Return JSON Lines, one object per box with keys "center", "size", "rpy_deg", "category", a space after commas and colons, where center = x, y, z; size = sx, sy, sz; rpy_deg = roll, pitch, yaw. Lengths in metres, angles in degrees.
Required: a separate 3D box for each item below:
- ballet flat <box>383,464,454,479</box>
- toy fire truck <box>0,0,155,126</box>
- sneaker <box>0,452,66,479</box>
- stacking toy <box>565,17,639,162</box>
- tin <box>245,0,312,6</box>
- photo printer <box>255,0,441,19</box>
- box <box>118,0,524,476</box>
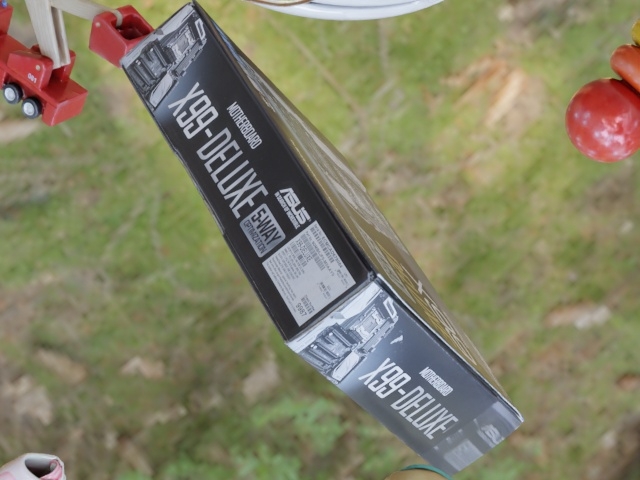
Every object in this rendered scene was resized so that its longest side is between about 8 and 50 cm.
{"center": [0.121, 0.230, 1.199], "size": [0.232, 0.073, 0.080], "rpy_deg": [34, 132, -27], "category": "ballet flat"}
{"center": [-0.245, -0.179, 1.633], "size": [0.047, 0.192, 0.135], "rpy_deg": [-31, 151, -51], "category": "toy fire truck"}
{"center": [-0.284, 0.277, 1.963], "size": [0.070, 0.134, 0.051], "rpy_deg": [-42, -161, 33], "category": "sneaker"}
{"center": [0.380, -0.218, 1.908], "size": [0.330, 0.141, 0.141], "rpy_deg": [-46, 156, 5], "category": "stacking toy"}
{"center": [-0.064, -0.265, 1.637], "size": [0.189, 0.040, 0.106], "rpy_deg": [7, 132, -29], "category": "tin"}
{"center": [0.007, -0.368, 1.885], "size": [0.256, 0.307, 0.107], "rpy_deg": [-5, 157, -28], "category": "photo printer"}
{"center": [0.000, 0.000, 1.302], "size": [0.076, 0.307, 0.242], "rpy_deg": [-39, 139, 7], "category": "box"}
